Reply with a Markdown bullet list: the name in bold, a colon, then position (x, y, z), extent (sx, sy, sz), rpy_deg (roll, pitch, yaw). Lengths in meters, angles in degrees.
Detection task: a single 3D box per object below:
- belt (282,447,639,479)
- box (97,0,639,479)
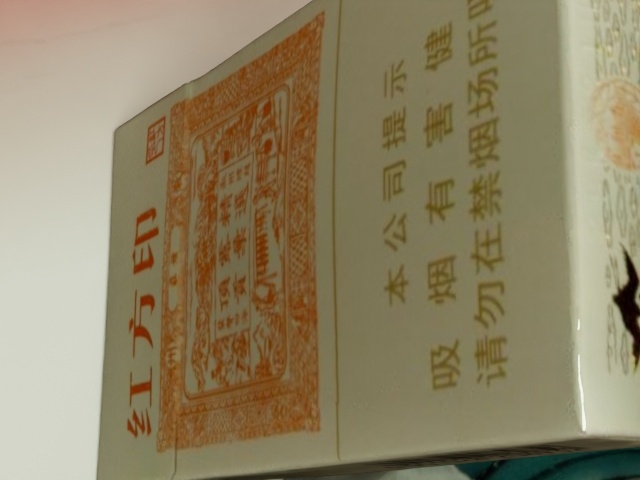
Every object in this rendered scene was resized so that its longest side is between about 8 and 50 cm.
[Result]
- **belt**: position (0.149, 0.230, 0.724), extent (0.436, 0.173, 0.300), rpy_deg (10, 63, -35)
- **box**: position (-0.001, 0.000, 0.563), extent (0.051, 0.365, 0.205), rpy_deg (9, 74, -31)
